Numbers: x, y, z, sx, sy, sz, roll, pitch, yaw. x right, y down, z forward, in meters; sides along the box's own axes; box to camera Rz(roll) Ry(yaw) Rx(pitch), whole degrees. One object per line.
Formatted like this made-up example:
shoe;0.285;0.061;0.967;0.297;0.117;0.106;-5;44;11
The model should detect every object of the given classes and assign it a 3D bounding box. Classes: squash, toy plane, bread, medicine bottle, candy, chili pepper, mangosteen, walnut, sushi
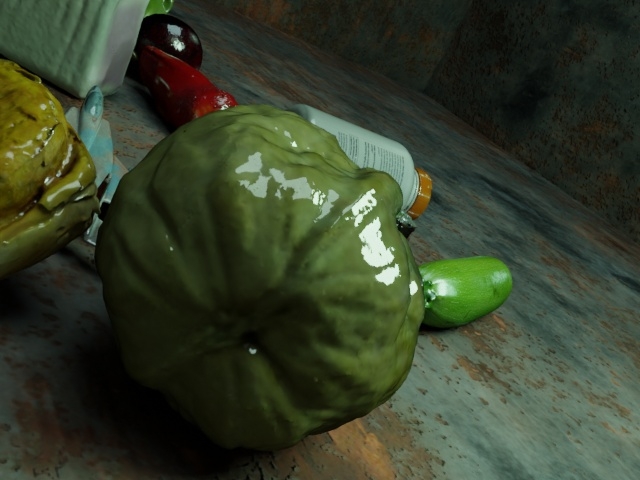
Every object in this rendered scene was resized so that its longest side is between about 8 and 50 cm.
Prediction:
squash;0.202;0.073;1.164;0.101;0.101;0.379;37;16;24
toy plane;-0.277;-0.095;0.903;0.223;0.104;0.326;21;23;-22
bread;-0.309;-0.062;0.679;0.198;0.120;0.236;-30;52;-23
medicine bottle;0.053;-0.115;1.357;0.289;0.157;0.157;17;21;-31
candy;-0.470;-0.393;1.280;0.359;0.208;0.145;30;24;2
chili pepper;-0.222;-0.240;1.372;0.110;0.110;0.387;10;25;-44
mangosteen;-0.308;-0.363;1.552;0.152;0.152;0.152;25;19;-9
walnut;-0.041;0.031;0.679;0.282;0.253;0.277;30;19;9
sushi;0.095;-0.023;1.288;0.094;0.084;0.098;4;35;-49

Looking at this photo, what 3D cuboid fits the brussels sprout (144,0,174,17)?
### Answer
brussels sprout;-0.440;-0.521;1.636;0.259;0.227;0.294;39;7;-10
